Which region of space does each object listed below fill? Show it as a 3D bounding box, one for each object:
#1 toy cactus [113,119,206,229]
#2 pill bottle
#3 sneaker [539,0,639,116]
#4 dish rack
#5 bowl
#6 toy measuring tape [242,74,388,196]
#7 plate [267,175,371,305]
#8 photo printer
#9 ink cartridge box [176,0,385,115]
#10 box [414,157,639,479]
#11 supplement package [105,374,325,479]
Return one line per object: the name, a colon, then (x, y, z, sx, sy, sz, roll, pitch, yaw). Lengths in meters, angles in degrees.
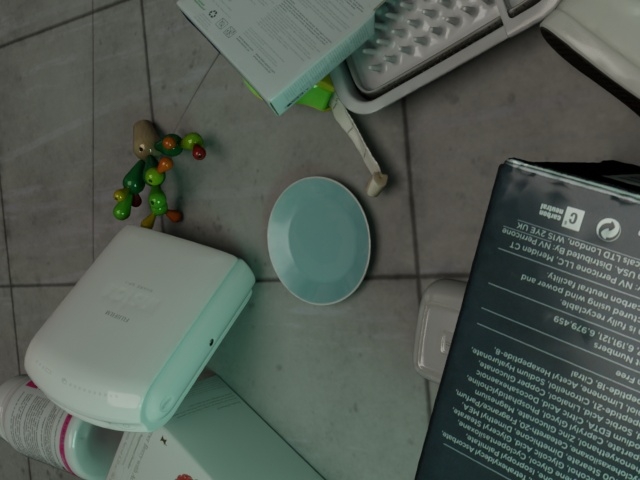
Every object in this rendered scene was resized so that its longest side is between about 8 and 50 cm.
toy cactus: (-0.269, -0.127, 1.269, 0.219, 0.112, 0.180, -46, 49, 34)
pill bottle: (-0.481, 0.337, 1.421, 0.283, 0.160, 0.160, 4, 97, 37)
sneaker: (0.368, -0.172, 0.765, 0.290, 0.106, 0.123, 45, 100, 14)
dish rack: (0.130, -0.338, 0.947, 0.333, 0.072, 0.285, -25, 81, 36)
bowl: (0.178, 0.127, 0.970, 0.142, 0.053, 0.142, 15, 103, 37)
toy measuring tape: (-0.028, -0.194, 1.045, 0.121, 0.121, 0.330, -37, 72, 34)
plate: (0.000, 0.000, 1.109, 0.188, 0.024, 0.188, 5, 99, 37)
photo printer: (-0.279, 0.133, 1.159, 0.256, 0.307, 0.107, 16, 147, 27)
ink cartridge box: (-0.039, -0.306, 0.985, 0.224, 0.045, 0.223, -41, 66, 1)
box: (0.277, 0.134, 0.745, 0.212, 0.293, 0.395, 22, 107, 34)
supplement package: (-0.156, 0.378, 1.169, 0.293, 0.175, 0.177, 37, 114, 28)
